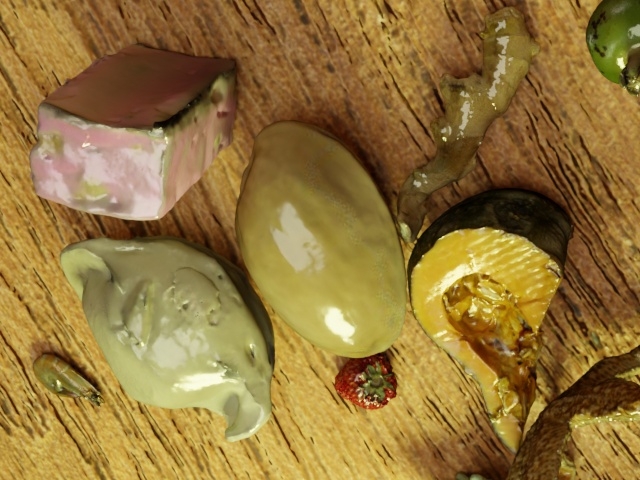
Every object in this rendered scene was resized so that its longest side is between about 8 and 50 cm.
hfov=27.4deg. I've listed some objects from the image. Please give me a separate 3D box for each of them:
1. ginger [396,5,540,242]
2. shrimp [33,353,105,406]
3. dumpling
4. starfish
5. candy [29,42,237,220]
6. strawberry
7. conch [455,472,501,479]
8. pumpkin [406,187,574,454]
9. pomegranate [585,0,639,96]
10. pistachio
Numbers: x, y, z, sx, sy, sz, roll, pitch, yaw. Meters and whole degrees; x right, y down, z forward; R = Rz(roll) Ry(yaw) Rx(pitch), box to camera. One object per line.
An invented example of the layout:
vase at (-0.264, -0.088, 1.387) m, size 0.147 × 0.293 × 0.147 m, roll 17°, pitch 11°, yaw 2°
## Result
ginger at (0.153, -0.128, 1.468) m, size 0.089 × 0.075 × 0.288 m, roll 23°, pitch 112°, yaw -18°
shrimp at (-0.337, 0.192, 1.749) m, size 0.108 × 0.023 × 0.059 m, roll 39°, pitch 124°, yaw -2°
dumpling at (-0.179, 0.113, 1.625) m, size 0.318 × 0.187 × 0.243 m, roll 43°, pitch 155°, yaw 5°
starfish at (0.284, 0.221, 1.468) m, size 0.094 × 0.327 × 0.375 m, roll 40°, pitch 83°, yaw 10°
candy at (-0.199, -0.130, 1.454) m, size 0.156 × 0.265 × 0.115 m, roll 10°, pitch 117°, yaw 11°
strawberry at (0.054, 0.173, 1.620) m, size 0.073 × 0.073 × 0.083 m, roll 57°, pitch 149°, yaw -10°
conch at (0.198, 0.334, 1.609) m, size 0.234 × 0.137 × 0.114 m, roll -27°, pitch 76°, yaw 13°
pumpkin at (0.227, 0.076, 1.490) m, size 0.190 × 0.139 × 0.280 m, roll -30°, pitch 102°, yaw 25°
pomegranate at (0.333, -0.201, 1.355) m, size 0.115 × 0.142 × 0.114 m, roll 5°, pitch 135°, yaw 5°
pistachio at (0.000, 0.000, 1.507) m, size 0.182 × 0.162 × 0.293 m, roll -22°, pitch 103°, yaw 14°
